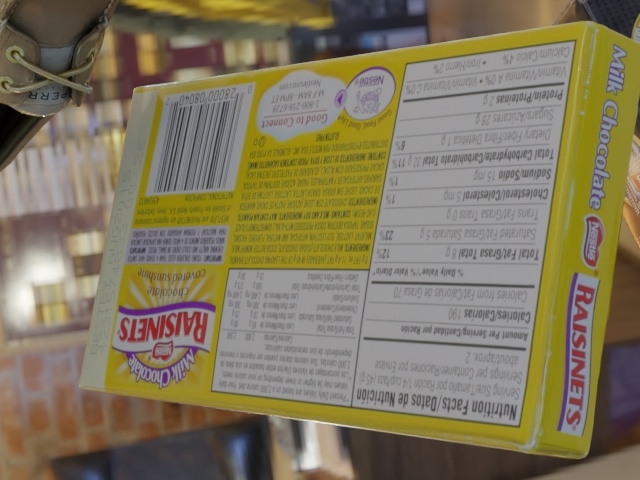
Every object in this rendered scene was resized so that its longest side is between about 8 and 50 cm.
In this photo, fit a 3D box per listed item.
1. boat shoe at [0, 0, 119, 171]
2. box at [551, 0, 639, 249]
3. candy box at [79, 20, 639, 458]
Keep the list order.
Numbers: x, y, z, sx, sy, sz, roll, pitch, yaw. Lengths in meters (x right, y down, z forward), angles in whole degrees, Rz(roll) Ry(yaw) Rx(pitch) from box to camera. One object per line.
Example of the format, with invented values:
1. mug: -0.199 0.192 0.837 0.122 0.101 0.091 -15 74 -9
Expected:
1. boat shoe: -0.091 -0.060 0.490 0.135 0.050 0.045 -39 60 51
2. box: 0.265 -0.026 0.783 0.270 0.216 0.060 67 160 14
3. candy box: 0.000 0.000 0.445 0.206 0.027 0.105 0 80 51
